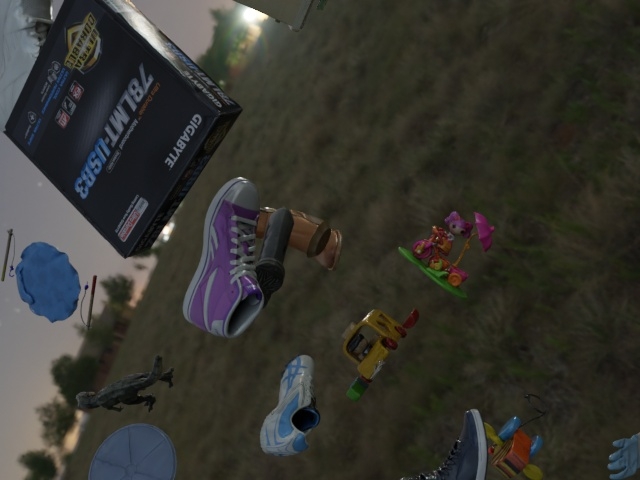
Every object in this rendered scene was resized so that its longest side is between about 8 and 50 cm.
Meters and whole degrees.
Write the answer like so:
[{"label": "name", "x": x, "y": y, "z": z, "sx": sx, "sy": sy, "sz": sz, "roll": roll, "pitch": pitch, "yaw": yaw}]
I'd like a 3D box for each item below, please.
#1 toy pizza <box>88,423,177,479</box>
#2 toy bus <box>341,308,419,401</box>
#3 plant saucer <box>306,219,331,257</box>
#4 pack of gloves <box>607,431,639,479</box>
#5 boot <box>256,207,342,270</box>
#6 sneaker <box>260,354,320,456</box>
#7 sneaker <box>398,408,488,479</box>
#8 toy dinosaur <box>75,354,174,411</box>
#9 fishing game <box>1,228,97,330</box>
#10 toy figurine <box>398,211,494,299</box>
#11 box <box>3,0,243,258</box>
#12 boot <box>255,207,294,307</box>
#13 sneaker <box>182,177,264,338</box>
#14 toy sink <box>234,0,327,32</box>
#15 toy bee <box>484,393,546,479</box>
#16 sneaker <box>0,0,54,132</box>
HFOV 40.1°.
[{"label": "toy pizza", "x": -0.390, "y": 0.483, "z": 1.834, "sx": 0.032, "sy": 0.201, "sz": 0.201, "roll": 60, "pitch": -135, "yaw": -56}, {"label": "toy bus", "x": 0.097, "y": 0.208, "z": 1.771, "sx": 0.191, "sy": 0.104, "sz": 0.202, "roll": -49, "pitch": -10, "yaw": -30}, {"label": "plant saucer", "x": 0.000, "y": 0.000, "z": 1.735, "sx": 0.083, "sy": 0.015, "sz": 0.083, "roll": -53, "pitch": -19, "yaw": -28}, {"label": "pack of gloves", "x": 0.628, "y": 0.473, "z": 1.707, "sx": 0.046, "sy": 0.232, "sz": 0.195, "roll": 0, "pitch": 91, "yaw": 43}, {"label": "boot", "x": -0.071, "y": -0.016, "z": 2.237, "sx": 0.283, "sy": 0.220, "sz": 0.109, "roll": -119, "pitch": 44, "yaw": -60}, {"label": "sneaker", "x": -0.034, "y": 0.274, "z": 1.462, "sx": 0.237, "sy": 0.086, "sz": 0.085, "roll": -68, "pitch": -25, "yaw": -60}, {"label": "sneaker", "x": 0.233, "y": 0.433, "z": 1.681, "sx": 0.086, "sy": 0.163, "sz": 0.226, "roll": 106, "pitch": 169, "yaw": -83}, {"label": "toy dinosaur", "x": -0.337, "y": 0.271, "z": 1.614, "sx": 0.268, "sy": 0.118, "sz": 0.064, "roll": -29, "pitch": 63, "yaw": 33}, {"label": "fishing game", "x": -0.597, "y": 0.092, "z": 1.939, "sx": 0.041, "sy": 0.264, "sz": 0.189, "roll": -30, "pitch": -43, "yaw": -59}, {"label": "toy figurine", "x": 0.273, "y": 0.006, "z": 1.785, "sx": 0.159, "sy": 0.173, "sz": 0.130, "roll": -55, "pitch": -1, "yaw": 11}, {"label": "box", "x": -0.300, "y": -0.175, "z": 1.284, "sx": 0.295, "sy": 0.293, "sz": 0.073, "roll": -51, "pitch": -13, "yaw": 30}, {"label": "boot", "x": -0.093, "y": 0.019, "z": 1.825, "sx": 0.189, "sy": 0.076, "sz": 0.208, "roll": -52, "pitch": 12, "yaw": 55}, {"label": "sneaker", "x": -0.137, "y": 0.035, "z": 1.546, "sx": 0.161, "sy": 0.102, "sz": 0.282, "roll": 17, "pitch": 93, "yaw": 49}, {"label": "toy sink", "x": -0.075, "y": -0.531, "z": 1.868, "sx": 0.153, "sy": 0.234, "sz": 0.131, "roll": -106, "pitch": 38, "yaw": -68}, {"label": "toy bee", "x": 0.494, "y": 0.534, "z": 2.243, "sx": 0.298, "sy": 0.195, "sz": 0.162, "roll": -4, "pitch": -41, "yaw": -51}, {"label": "sneaker", "x": -0.459, "y": -0.302, "z": 1.469, "sx": 0.108, "sy": 0.169, "sz": 0.292, "roll": -16, "pitch": -55, "yaw": -61}]
